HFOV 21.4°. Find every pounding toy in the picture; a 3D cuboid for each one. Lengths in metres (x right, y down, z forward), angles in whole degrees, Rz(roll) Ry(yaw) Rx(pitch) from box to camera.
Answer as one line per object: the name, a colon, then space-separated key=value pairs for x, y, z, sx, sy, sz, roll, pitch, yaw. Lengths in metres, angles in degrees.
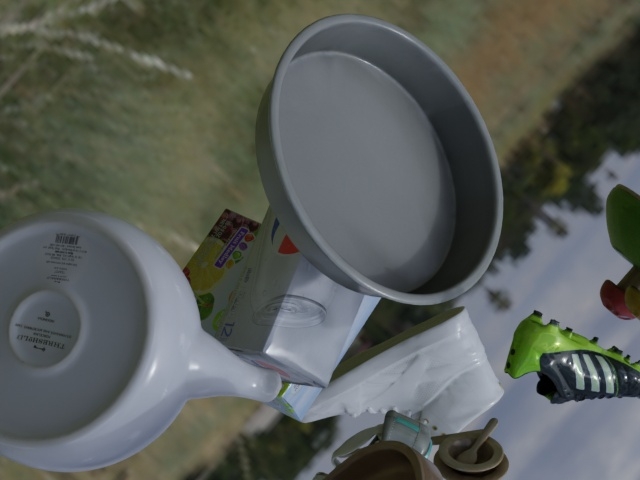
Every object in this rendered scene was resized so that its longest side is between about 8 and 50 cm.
pounding toy: x=0.360 y=0.055 z=1.715 sx=0.110 sy=0.237 sz=0.183 roll=-51 pitch=158 yaw=5

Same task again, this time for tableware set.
tableware set: x=0.122 y=0.250 z=1.934 sx=0.128 sy=0.194 sz=0.039 roll=-119 pitch=-154 yaw=-58

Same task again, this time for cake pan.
cake pan: x=0.053 y=-0.072 z=1.620 sx=0.054 sy=0.293 sz=0.293 roll=-27 pitch=-166 yaw=45

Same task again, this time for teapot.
teapot: x=-0.214 y=0.099 z=1.548 sx=0.252 sy=0.256 sz=0.187 roll=-37 pitch=158 yaw=6

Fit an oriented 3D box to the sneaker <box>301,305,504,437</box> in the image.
sneaker: x=0.108 y=0.228 z=2.361 sx=0.293 sy=0.169 sz=0.108 roll=-26 pitch=-173 yaw=15

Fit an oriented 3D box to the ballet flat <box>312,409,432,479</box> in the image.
ballet flat: x=0.028 y=0.242 z=1.692 sx=0.213 sy=0.068 sz=0.072 roll=-49 pitch=-164 yaw=31

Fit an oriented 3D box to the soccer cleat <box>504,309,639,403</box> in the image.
soccer cleat: x=0.247 y=0.125 z=1.598 sx=0.072 sy=0.179 sz=0.060 roll=-64 pitch=-152 yaw=4

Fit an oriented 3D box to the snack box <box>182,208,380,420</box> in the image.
snack box: x=-0.065 y=0.079 z=1.886 sx=0.174 sy=0.207 sz=0.070 roll=-57 pitch=148 yaw=-17

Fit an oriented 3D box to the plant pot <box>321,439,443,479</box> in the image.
plant pot: x=0.047 y=0.295 z=1.423 sx=0.237 sy=0.110 sz=0.237 roll=-46 pitch=-159 yaw=24

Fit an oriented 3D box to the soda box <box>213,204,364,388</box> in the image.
soda box: x=0.000 y=0.000 z=1.726 sx=0.091 sy=0.098 sz=0.286 roll=5 pitch=-113 yaw=51
